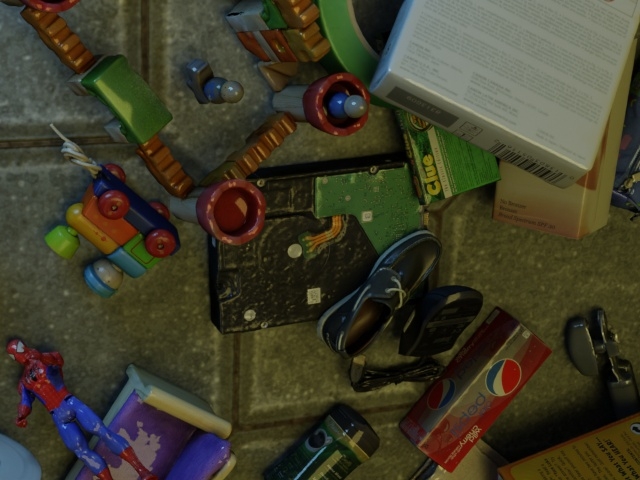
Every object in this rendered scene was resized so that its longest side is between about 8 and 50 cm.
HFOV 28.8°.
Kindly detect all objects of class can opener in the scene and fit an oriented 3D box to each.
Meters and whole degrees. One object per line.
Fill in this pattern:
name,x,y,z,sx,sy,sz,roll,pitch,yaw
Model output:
can opener,0.495,0.246,2.158,0.095,0.076,0.283,-12,116,16

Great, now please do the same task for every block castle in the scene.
block castle,-0.157,-0.248,1.583,0.303,0.213,0.453,-46,116,-19

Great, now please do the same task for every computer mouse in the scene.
computer mouse,0.134,0.143,1.922,0.184,0.060,0.262,-9,146,-21

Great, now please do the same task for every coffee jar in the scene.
coffee jar,0.005,0.346,1.960,0.184,0.096,0.079,-43,117,-3

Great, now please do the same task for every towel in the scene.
towel,0.212,0.465,2.115,0.187,0.049,0.282,39,90,-28

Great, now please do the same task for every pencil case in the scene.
pencil case,0.523,-0.189,1.974,0.119,0.133,0.306,29,94,-11

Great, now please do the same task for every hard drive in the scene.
hard drive,0.000,0.000,1.858,0.339,0.064,0.236,-8,111,-19

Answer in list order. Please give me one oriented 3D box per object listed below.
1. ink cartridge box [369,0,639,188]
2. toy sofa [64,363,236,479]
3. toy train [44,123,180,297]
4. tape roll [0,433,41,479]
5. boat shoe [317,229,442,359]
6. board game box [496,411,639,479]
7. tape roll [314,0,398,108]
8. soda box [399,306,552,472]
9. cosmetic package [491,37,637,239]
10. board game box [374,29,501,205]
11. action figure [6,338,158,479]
ink cartridge box,0.273,-0.306,1.712,0.308,0.091,0.385,25,69,-9
toy sofa,-0.288,0.379,1.805,0.150,0.177,0.362,32,94,-27
toy train,-0.322,-0.036,1.699,0.143,0.105,0.248,-42,119,11
tape roll,-0.512,0.361,1.668,0.246,0.246,0.169,11,102,-25
boat shoe,0.101,0.083,1.850,0.233,0.079,0.084,-44,117,-5
board game box,0.522,0.548,2.047,0.356,0.356,0.356,-18,133,-16
tape roll,0.131,-0.345,1.752,0.321,0.077,0.321,-2,96,-21
soda box,0.251,0.243,2.034,0.092,0.083,0.263,40,90,-28
cosmetic package,0.366,-0.167,1.883,0.129,0.153,0.296,-20,119,-56
board game box,0.175,-0.194,1.841,0.136,0.030,0.259,-18,98,-24
action figure,-0.351,0.240,1.693,0.091,0.139,0.280,-43,76,5
